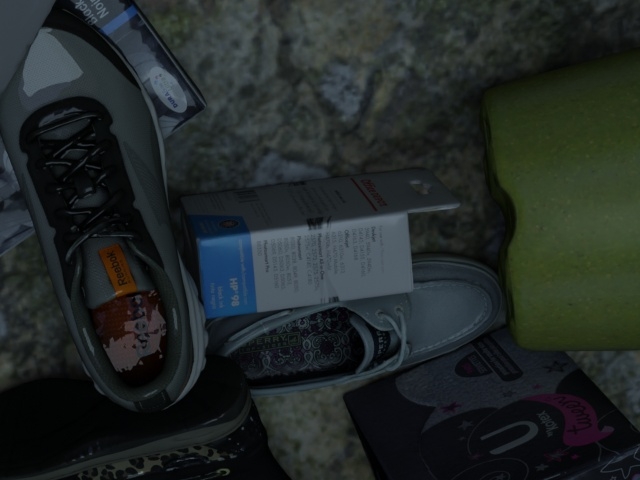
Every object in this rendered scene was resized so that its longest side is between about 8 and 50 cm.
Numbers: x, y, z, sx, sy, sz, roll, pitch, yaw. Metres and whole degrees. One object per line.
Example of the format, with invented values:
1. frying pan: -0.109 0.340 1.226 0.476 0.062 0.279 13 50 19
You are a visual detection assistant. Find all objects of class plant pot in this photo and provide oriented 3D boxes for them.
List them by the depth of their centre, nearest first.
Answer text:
1. plant pot: 0.241 -0.029 1.244 0.253 0.276 0.276 -8 109 3

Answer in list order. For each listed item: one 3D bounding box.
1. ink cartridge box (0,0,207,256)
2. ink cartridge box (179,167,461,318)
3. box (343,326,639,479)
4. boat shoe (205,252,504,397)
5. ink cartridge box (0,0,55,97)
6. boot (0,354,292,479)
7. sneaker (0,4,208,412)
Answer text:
1. ink cartridge box: -0.256 -0.061 1.222 0.332 0.065 0.165 -36 111 2
2. ink cartridge box: 0.000 0.000 1.268 0.180 0.104 0.060 -7 108 -9
3. box: 0.134 0.174 1.273 0.163 0.247 0.142 -23 111 -4
4. boat shoe: 0.026 0.069 1.307 0.227 0.081 0.079 -12 109 -7
5. ink cartridge box: -0.310 -0.103 1.101 0.201 0.117 0.278 29 89 14
6. boot: -0.129 0.173 1.302 0.236 0.085 0.179 -13 134 19
7. sneaker: -0.135 -0.019 1.159 0.100 0.108 0.272 -19 95 -2
